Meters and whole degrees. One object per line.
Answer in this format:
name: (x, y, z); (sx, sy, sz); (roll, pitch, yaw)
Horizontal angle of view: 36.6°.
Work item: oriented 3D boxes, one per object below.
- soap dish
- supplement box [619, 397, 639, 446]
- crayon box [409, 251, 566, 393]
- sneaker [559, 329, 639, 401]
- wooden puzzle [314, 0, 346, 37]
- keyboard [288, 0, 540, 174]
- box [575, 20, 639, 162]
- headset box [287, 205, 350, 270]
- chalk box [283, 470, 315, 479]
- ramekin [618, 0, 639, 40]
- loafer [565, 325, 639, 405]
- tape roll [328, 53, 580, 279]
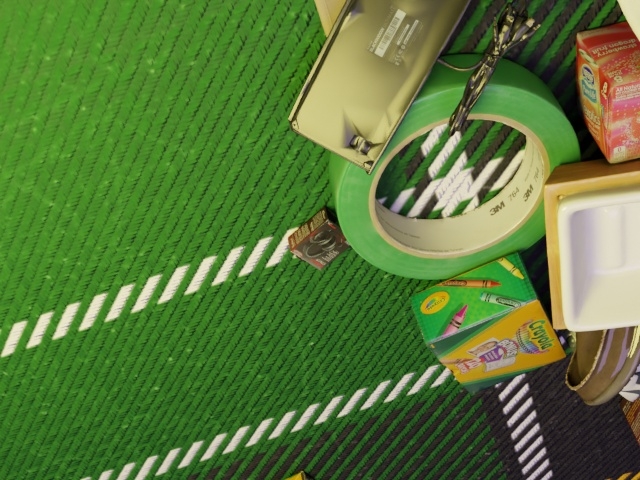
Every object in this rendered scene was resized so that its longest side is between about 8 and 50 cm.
soap dish: (0.429, -0.009, 1.221); (0.291, 0.118, 0.229); (-9, 124, 7)
supplement box: (0.606, 0.328, 1.658); (0.104, 0.188, 0.081); (2, 131, -13)
crayon box: (0.253, 0.129, 1.426); (0.165, 0.081, 0.278); (-24, 150, 12)
sneaker: (0.498, 0.159, 1.552); (0.235, 0.094, 0.153); (36, 111, -30)
wooden puzzle: (0.033, -0.271, 1.115); (0.078, 0.014, 0.116); (-9, 133, 3)
keyboard: (0.114, -0.217, 1.097); (0.201, 0.033, 0.317); (29, 113, -1)
box: (0.455, -0.202, 1.185); (0.257, 0.128, 0.122); (-13, 133, 1)
headset box: (0.000, 0.000, 1.342); (0.083, 0.032, 0.062); (-40, 127, 22)
chalk box: (-0.019, 0.542, 1.766); (0.132, 0.132, 0.213); (-31, 129, 16)
ramekin: (0.403, -0.310, 0.984); (0.135, 0.277, 0.277); (-23, 133, 0)
loafer: (0.411, 0.063, 1.400); (0.130, 0.134, 0.366); (12, 107, 0)
tape roll: (0.173, -0.088, 1.267); (0.321, 0.077, 0.321); (-6, 132, -7)
